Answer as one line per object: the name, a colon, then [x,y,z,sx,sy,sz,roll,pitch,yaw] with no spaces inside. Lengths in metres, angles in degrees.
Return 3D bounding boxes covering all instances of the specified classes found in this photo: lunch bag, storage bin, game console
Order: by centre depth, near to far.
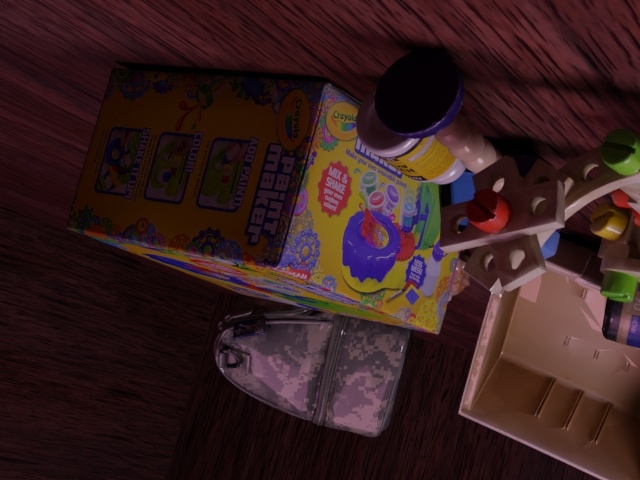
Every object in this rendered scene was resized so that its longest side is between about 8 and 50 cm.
game console: [0.153,-0.049,1.182,0.122,0.071,0.107,10,171,35]
storage bin: [0.330,0.149,1.517,0.262,0.123,0.260,24,139,16]
lunch bag: [0.004,0.109,1.765,0.256,0.213,0.305,13,-148,6]

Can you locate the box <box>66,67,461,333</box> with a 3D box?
box: [-0.043,-0.040,1.265,0.279,0.177,0.290,9,170,38]

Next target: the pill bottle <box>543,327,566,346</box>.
pill bottle: [0.408,0.115,1.629,0.216,0.121,0.121,17,173,16]

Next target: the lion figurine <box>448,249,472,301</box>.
lion figurine: [0.000,0.000,1.544,0.392,0.142,0.240,7,-174,8]

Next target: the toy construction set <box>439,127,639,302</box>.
toy construction set: [0.253,-0.019,0.978,0.327,0.151,0.215,8,-179,-45]

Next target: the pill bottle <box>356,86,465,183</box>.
pill bottle: [0.084,-0.087,1.071,0.065,0.065,0.116,11,172,33]

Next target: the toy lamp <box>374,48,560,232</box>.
toy lamp: [0.134,-0.065,1.025,0.080,0.080,0.274,11,164,34]

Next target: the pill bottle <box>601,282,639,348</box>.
pill bottle: [0.421,0.073,1.331,0.219,0.123,0.123,13,172,17]
